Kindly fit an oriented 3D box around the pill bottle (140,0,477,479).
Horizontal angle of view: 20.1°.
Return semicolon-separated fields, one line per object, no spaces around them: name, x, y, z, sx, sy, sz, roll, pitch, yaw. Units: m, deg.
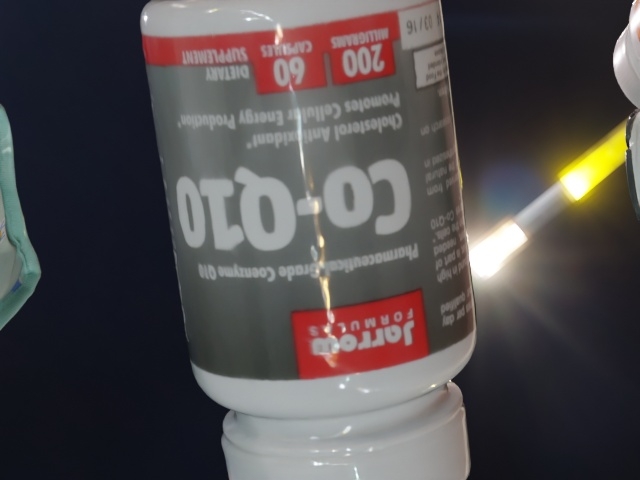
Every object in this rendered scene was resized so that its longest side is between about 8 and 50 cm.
pill bottle;0.000;0.000;0.977;0.161;0.161;0.283;-68;-29;-76

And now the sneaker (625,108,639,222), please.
sneaker;0.297;-0.060;1.086;0.271;0.108;0.100;-22;-73;-44

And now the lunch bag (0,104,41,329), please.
lunch bag;-0.311;0.026;0.952;0.160;0.223;0.262;84;-151;-42

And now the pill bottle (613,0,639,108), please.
pill bottle;0.317;-0.184;1.422;0.121;0.121;0.221;52;156;10
